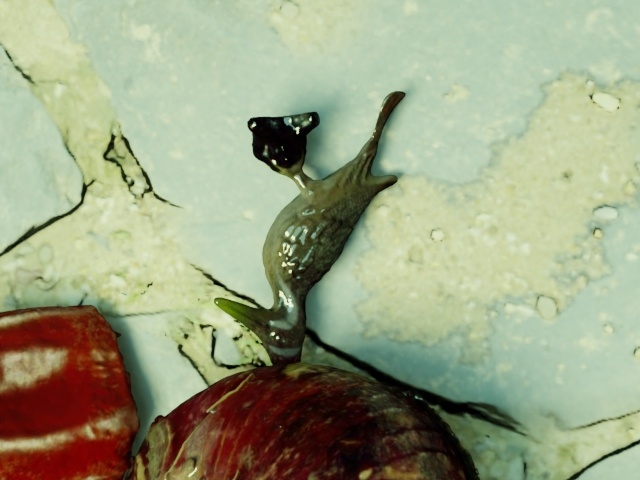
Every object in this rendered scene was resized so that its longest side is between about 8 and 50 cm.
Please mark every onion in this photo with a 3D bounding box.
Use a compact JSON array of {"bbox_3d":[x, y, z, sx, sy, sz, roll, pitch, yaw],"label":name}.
[{"bbox_3d":[-0.011,0.190,0.630,0.246,0.190,0.246,-5,81,34],"label":"onion"}]

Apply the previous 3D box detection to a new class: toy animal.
[{"bbox_3d":[-0.008,-0.007,0.702,0.105,0.070,0.202,11,86,-5],"label":"toy animal"}]

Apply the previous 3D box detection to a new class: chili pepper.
[{"bbox_3d":[-0.232,0.110,0.663,0.136,0.252,0.144,34,104,31],"label":"chili pepper"}]
